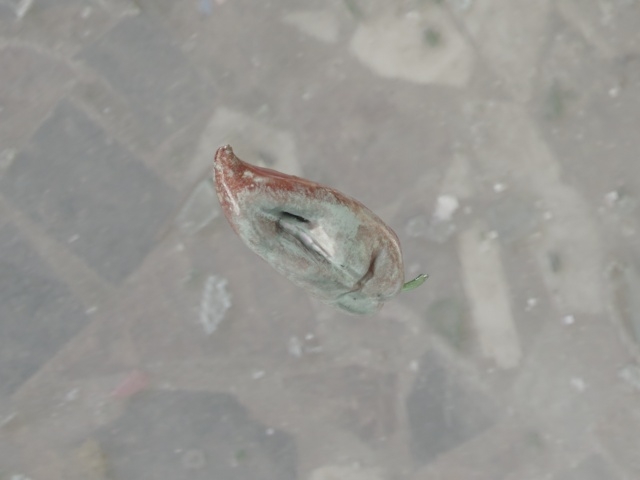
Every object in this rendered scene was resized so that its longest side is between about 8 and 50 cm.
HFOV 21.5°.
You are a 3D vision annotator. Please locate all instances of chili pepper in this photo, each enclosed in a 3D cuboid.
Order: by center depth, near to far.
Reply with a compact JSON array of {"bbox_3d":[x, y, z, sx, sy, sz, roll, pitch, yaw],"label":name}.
[{"bbox_3d":[0.001,0.000,0.818,0.153,0.041,0.050,36,76,-46],"label":"chili pepper"}]
